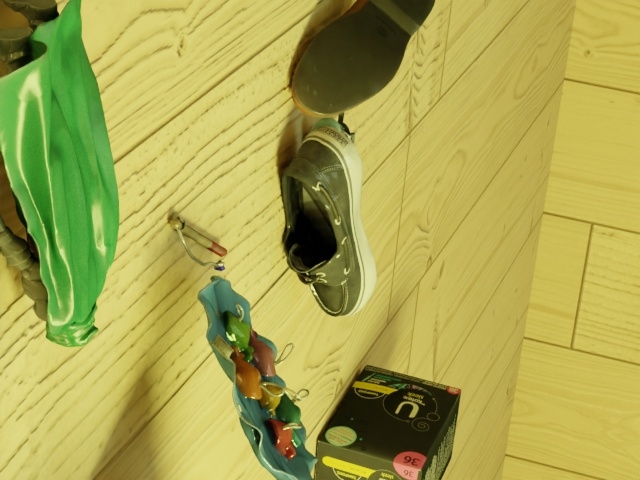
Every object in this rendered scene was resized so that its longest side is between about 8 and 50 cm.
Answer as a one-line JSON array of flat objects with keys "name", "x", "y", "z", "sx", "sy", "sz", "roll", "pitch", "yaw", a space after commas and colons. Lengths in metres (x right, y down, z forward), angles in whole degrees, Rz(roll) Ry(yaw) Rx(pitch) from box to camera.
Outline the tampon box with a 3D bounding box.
[{"name": "tampon box", "x": 0.075, "y": 0.233, "z": 1.961, "sx": 0.161, "sy": 0.120, "sz": 0.101, "roll": -54, "pitch": 153, "yaw": -55}]

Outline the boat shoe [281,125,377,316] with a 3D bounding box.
[{"name": "boat shoe", "x": 0.000, "y": 0.000, "z": 1.604, "sx": 0.076, "sy": 0.080, "sz": 0.228, "roll": -45, "pitch": 152, "yaw": -32}]

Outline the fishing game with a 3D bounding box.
[{"name": "fishing game", "x": -0.040, "y": 0.103, "z": 1.337, "sx": 0.264, "sy": 0.041, "sz": 0.189, "roll": 67, "pitch": 9, "yaw": 15}]

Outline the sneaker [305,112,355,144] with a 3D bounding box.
[{"name": "sneaker", "x": 0.012, "y": -0.098, "z": 1.634, "sx": 0.098, "sy": 0.038, "sz": 0.069, "roll": 97, "pitch": 12, "yaw": -55}]

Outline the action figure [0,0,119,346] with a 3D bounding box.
[{"name": "action figure", "x": -0.158, "y": -0.029, "z": 1.025, "sx": 0.137, "sy": 0.063, "sz": 0.232, "roll": -61, "pitch": 154, "yaw": -51}]

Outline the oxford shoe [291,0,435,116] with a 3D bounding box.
[{"name": "oxford shoe", "x": 0.030, "y": -0.168, "z": 1.589, "sx": 0.076, "sy": 0.076, "sz": 0.212, "roll": -35, "pitch": -169, "yaw": 48}]
